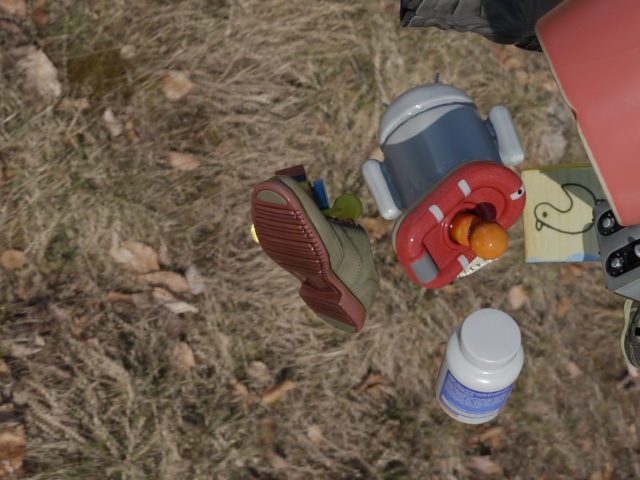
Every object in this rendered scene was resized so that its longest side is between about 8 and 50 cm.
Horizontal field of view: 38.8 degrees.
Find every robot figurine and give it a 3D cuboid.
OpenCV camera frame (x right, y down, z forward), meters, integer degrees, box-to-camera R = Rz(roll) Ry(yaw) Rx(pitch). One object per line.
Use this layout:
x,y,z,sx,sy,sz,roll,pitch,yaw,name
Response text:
0.229,-0.148,1.702,0.200,0.299,0.354,59,10,-64,robot figurine

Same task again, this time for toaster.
0.544,0.020,1.467,0.185,0.110,0.168,19,54,-28,toaster

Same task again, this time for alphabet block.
0.541,-0.064,1.935,0.193,0.192,0.197,-16,102,-64,alphabet block

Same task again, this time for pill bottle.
0.314,0.244,1.787,0.152,0.272,0.152,1,58,-1,pill bottle

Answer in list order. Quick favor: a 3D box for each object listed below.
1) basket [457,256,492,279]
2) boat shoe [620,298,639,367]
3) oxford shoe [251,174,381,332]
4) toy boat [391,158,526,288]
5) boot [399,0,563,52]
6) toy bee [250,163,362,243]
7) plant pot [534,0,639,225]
0.279,-0.015,1.860,0.167,0.103,0.113,54,10,-4,basket
0.561,0.164,1.596,0.049,0.056,0.152,-120,-165,-64,boat shoe
0.000,0.000,1.413,0.130,0.123,0.348,-57,143,-24,oxford shoe
0.234,-0.017,1.413,0.231,0.151,0.151,-43,127,-10,toy boat
0.226,-0.315,1.097,0.222,0.338,0.118,6,76,-12,boot
-0.009,-0.030,1.673,0.298,0.195,0.162,11,61,-62,toy bee
0.326,-0.146,0.751,0.275,0.243,0.275,53,23,-35,plant pot
